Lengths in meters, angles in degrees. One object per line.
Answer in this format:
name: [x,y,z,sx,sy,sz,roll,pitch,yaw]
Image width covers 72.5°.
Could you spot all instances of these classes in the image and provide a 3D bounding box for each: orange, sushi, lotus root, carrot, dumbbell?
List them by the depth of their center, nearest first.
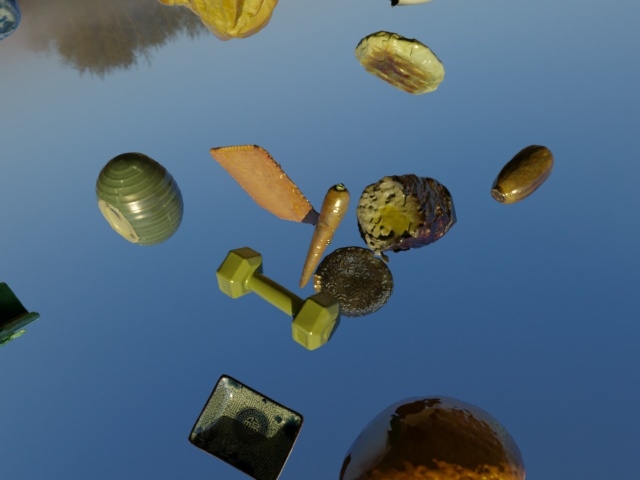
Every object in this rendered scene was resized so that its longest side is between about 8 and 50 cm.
orange: [0.157,0.389,0.742,0.334,0.196,0.262,-45,173,33]
carrot: [0.000,0.000,0.828,0.049,0.254,0.049,15,-145,-11]
dumbbell: [-0.096,0.121,0.967,0.302,0.121,0.108,28,-130,26]
lotus root: [0.619,-0.200,1.334,0.123,0.124,0.241,39,-109,22]
sushi: [0.312,-0.097,1.644,0.294,0.299,0.281,-11,-113,-48]

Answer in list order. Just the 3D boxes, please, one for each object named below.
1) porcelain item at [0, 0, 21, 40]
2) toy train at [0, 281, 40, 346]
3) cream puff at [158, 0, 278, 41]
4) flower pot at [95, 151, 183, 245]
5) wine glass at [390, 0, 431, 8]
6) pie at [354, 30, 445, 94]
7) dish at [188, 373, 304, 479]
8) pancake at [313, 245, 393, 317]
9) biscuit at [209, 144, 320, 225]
porcelain item: [-0.376,-0.251,0.406,0.147,0.114,0.147,-13,-172,2]
toy train: [-0.684,0.141,0.777,0.266,0.202,0.145,-31,-172,4]
cream puff: [-0.221,-0.539,0.822,0.274,0.323,0.269,-9,-115,-16]
flower pot: [-0.430,-0.093,1.044,0.189,0.243,0.157,20,-126,21]
wine glass: [0.265,-0.605,0.968,0.241,0.126,0.126,-17,-142,-7]
pie: [0.236,-0.530,1.318,0.306,0.306,0.071,18,-93,37]
dish: [-0.181,0.471,1.103,0.243,0.080,0.182,25,-103,7]
pancake: [0.080,0.103,1.077,0.199,0.199,0.021,-10,-167,9]
biscuit: [-0.116,-0.116,0.931,0.237,0.232,0.013,13,-119,51]
